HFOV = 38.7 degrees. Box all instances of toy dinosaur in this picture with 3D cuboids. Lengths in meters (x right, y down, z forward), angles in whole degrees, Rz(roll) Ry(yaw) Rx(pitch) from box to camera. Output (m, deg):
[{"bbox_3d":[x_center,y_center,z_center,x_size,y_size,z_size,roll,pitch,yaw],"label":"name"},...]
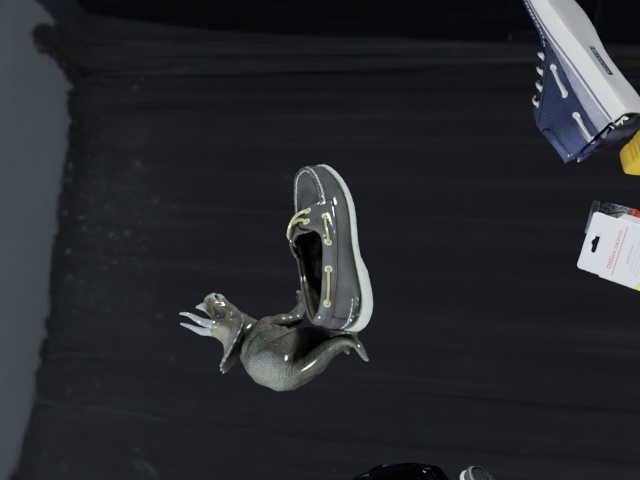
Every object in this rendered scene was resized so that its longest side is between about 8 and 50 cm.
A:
[{"bbox_3d":[-0.043,0.152,1.220,0.160,0.313,0.121,-29,120,-26],"label":"toy dinosaur"}]

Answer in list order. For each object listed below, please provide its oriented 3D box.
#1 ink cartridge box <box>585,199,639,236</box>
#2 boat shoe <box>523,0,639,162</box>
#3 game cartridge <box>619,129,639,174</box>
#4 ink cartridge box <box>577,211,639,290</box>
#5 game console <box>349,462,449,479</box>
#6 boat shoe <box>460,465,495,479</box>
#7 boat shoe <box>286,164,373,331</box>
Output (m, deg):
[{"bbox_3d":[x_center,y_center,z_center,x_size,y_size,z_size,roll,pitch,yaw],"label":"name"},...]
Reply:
[{"bbox_3d":[0.538,-0.031,1.640,0.029,0.115,0.063,-147,-110,-74],"label":"ink cartridge box"},{"bbox_3d":[0.413,-0.295,1.594,0.127,0.158,0.340,-4,61,-44],"label":"boat shoe"},{"bbox_3d":[0.590,-0.179,1.176,0.323,0.285,0.052,115,-24,-59],"label":"game cartridge"},{"bbox_3d":[0.525,0.024,1.484,0.061,0.181,0.104,-18,125,-58],"label":"ink cartridge box"},{"bbox_3d":[0.202,0.549,1.699,0.361,0.213,0.044,53,36,-20],"label":"game console"},{"bbox_3d":[0.319,0.447,1.465,0.084,0.233,0.079,3,127,-48],"label":"boat shoe"},{"bbox_3d":[0.000,0.000,1.082,0.081,0.069,0.227,-49,-134,43],"label":"boat shoe"}]
